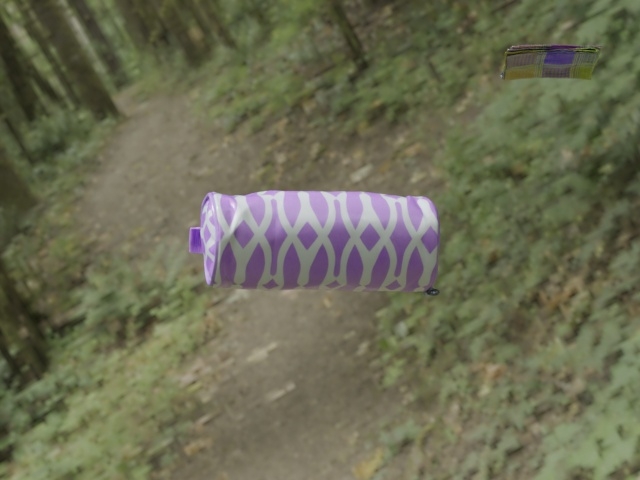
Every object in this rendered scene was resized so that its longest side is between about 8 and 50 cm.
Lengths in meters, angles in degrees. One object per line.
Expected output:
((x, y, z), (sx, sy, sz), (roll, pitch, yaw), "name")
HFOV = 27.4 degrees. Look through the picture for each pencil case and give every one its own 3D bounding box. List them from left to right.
((0.000, 0.000, 1.090), (0.206, 0.086, 0.088), (3, 8, -14), "pencil case")

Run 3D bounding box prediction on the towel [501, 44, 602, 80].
((0.200, -0.154, 1.151), (0.083, 0.009, 0.060), (0, -19, 1), "towel")
